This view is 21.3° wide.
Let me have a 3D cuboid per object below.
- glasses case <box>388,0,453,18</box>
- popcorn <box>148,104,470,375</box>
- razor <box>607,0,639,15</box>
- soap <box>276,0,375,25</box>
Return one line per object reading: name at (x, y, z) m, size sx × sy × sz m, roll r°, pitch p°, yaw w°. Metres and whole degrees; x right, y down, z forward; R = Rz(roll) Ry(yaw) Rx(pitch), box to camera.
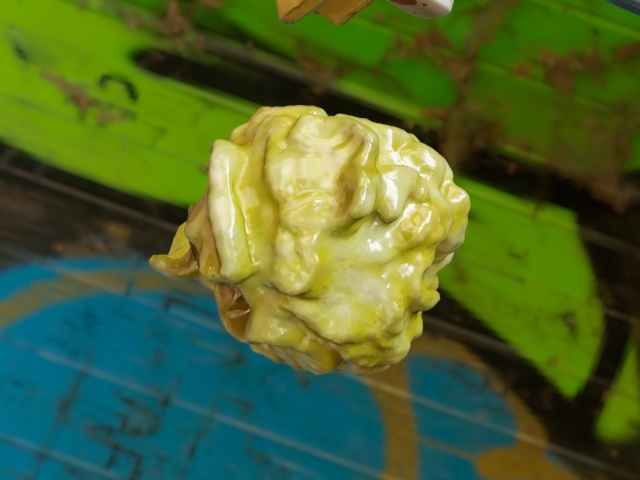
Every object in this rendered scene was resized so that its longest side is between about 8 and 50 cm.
glasses case at (0.042, -0.150, 0.955) m, size 0.032 × 0.083 × 0.021 m, roll -1°, pitch -116°, yaw 44°
popcorn at (-0.011, -0.003, 1.219) m, size 0.235 × 0.216 × 0.181 m, roll 77°, pitch 34°, yaw -73°
razor at (0.251, -0.185, 1.301) m, size 0.037 × 0.191 × 0.068 m, roll -25°, pitch 126°, yaw -29°
soap at (0.056, -0.369, 1.727) m, size 0.324 × 0.096 × 0.204 m, roll -28°, pitch -111°, yaw 54°
